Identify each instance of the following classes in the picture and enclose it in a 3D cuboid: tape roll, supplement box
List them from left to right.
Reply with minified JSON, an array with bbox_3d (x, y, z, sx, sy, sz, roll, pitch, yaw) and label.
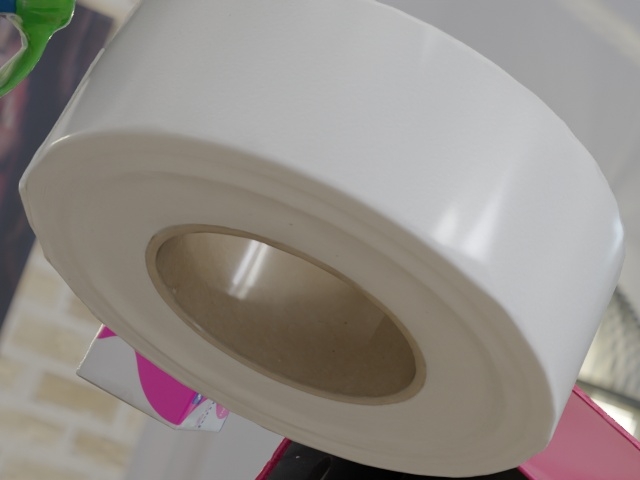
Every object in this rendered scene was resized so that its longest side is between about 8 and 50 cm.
[{"bbox_3d":[-0.136,0.109,1.805,0.114,0.111,0.220,29,-1,11],"label":"supplement box"},{"bbox_3d":[0.000,0.000,0.937,0.286,0.100,0.286,21,-27,12],"label":"tape roll"}]

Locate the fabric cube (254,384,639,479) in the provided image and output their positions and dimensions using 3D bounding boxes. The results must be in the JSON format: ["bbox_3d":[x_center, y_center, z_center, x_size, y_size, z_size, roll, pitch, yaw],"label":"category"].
[{"bbox_3d":[0.107,0.239,1.436,0.254,0.259,0.258,42,17,23],"label":"fabric cube"}]

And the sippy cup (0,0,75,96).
[{"bbox_3d":[-0.257,-0.242,1.109,0.224,0.306,0.240,0,-22,-12],"label":"sippy cup"}]
